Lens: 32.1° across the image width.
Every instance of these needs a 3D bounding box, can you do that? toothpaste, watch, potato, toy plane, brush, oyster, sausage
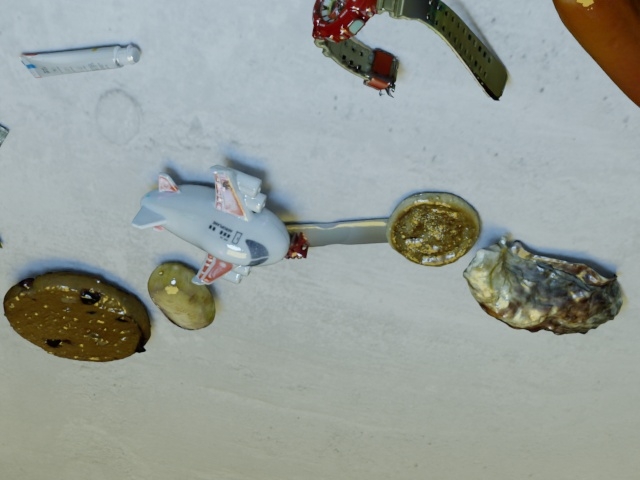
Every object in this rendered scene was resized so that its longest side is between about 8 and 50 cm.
[{"bbox_3d":[-0.345,-0.258,1.601,0.190,0.031,0.048,-1,146,24],"label":"toothpaste"},{"bbox_3d":[0.108,-0.249,1.436,0.165,0.102,0.268,-9,150,38],"label":"watch"},{"bbox_3d":[-0.252,0.103,2.045,0.107,0.080,0.170,-13,142,20],"label":"potato"},{"bbox_3d":[-0.171,-0.024,1.786,0.252,0.118,0.252,10,131,12],"label":"toy plane"},{"bbox_3d":[0.000,0.000,1.852,0.321,0.050,0.060,-4,139,20],"label":"brush"},{"bbox_3d":[0.367,0.098,1.837,0.271,0.100,0.275,-6,140,0],"label":"oyster"},{"bbox_3d":[0.378,-0.237,1.361,0.089,0.083,0.300,-30,130,29],"label":"sausage"}]

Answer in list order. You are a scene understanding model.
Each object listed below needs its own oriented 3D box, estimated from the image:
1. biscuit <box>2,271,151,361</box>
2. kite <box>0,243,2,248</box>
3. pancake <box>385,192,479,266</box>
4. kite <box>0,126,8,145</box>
[{"bbox_3d":[-0.473,0.146,2.178,0.296,0.075,0.296,4,144,3],"label":"biscuit"},{"bbox_3d":[-0.667,-0.057,2.001,0.241,0.014,0.183,29,145,-23],"label":"kite"},{"bbox_3d":[0.179,-0.015,1.771,0.158,0.028,0.158,4,134,4],"label":"pancake"},{"bbox_3d":[-0.621,-0.204,1.773,0.245,0.015,0.141,32,140,-32],"label":"kite"}]
